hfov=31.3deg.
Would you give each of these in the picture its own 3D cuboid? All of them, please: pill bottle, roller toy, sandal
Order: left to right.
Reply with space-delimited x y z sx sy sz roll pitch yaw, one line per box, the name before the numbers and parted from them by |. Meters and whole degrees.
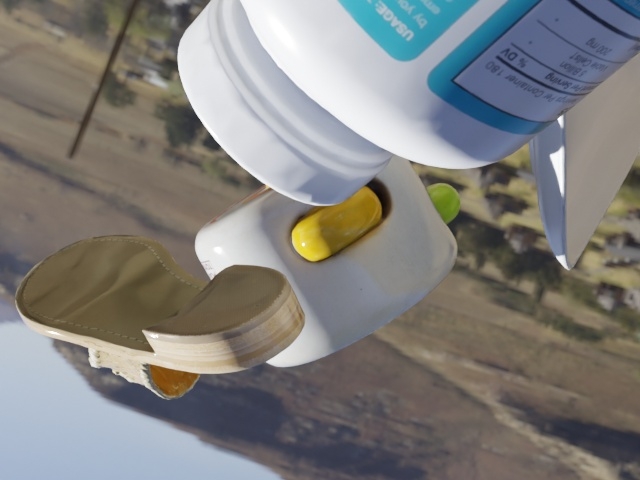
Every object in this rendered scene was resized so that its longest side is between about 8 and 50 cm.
sandal | -0.086 0.056 0.622 0.240 0.088 0.079 7 127 51
roller toy | 0.000 0.000 0.938 0.191 0.146 0.209 -28 -172 30
pill bottle | 0.066 -0.123 0.379 0.146 0.146 0.264 24 129 -37

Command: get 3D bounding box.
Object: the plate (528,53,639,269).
plate | 0.207 -0.166 0.845 0.045 0.278 0.277 11 133 29
